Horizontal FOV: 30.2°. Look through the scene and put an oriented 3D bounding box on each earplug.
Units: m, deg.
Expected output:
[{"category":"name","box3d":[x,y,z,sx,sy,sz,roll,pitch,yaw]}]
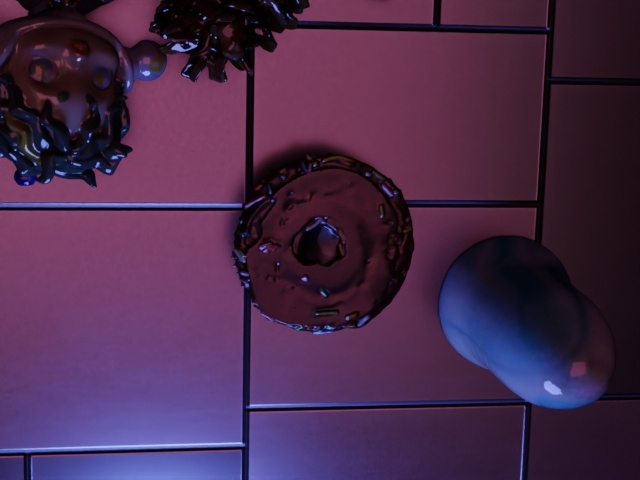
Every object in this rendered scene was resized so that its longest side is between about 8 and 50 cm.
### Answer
[{"category":"earplug","box3d":[0.269,0.112,1.440,0.185,0.324,0.184,-1,100,-7]}]

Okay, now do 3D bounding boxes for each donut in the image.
[{"category":"donut","box3d":[0.000,0.000,1.500,0.235,0.089,0.235,-2,102,-8]}]

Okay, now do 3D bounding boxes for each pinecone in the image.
[{"category":"pinecone","box3d":[-0.110,-0.292,1.372,0.204,0.179,0.184,-55,137,-24]}]

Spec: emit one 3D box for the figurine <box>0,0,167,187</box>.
[{"category":"figurine","box3d":[-0.300,-0.248,1.366,0.261,0.186,0.381,4,94,-20]}]
